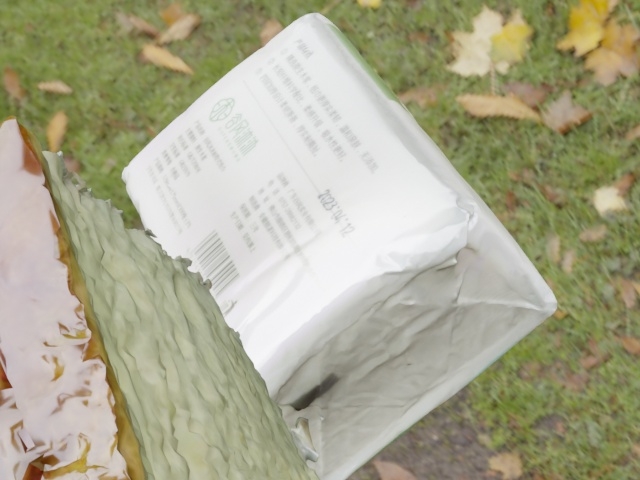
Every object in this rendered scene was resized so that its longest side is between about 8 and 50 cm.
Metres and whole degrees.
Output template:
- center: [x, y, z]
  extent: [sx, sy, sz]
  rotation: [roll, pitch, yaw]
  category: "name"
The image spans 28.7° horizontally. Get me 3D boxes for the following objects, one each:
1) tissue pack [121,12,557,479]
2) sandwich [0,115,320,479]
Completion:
- center: [0.001, 0.001, 1.099]
  extent: [0.266, 0.194, 0.356]
  rotation: [-39, 41, 7]
  category: "tissue pack"
- center: [-0.078, 0.133, 0.548]
  extent: [0.131, 0.325, 0.262]
  rotation: [-29, 61, 7]
  category: "sandwich"
